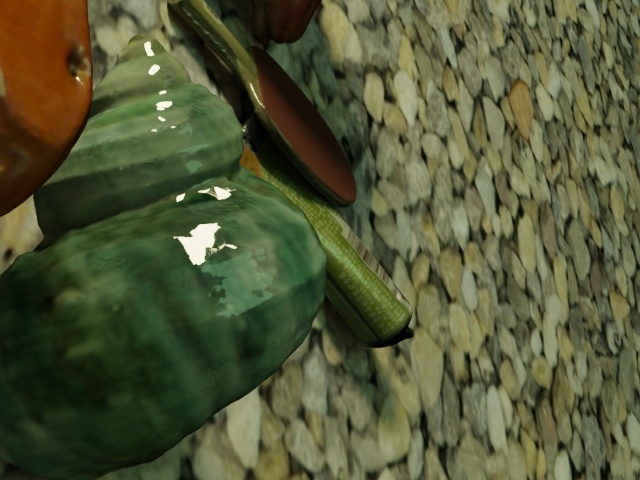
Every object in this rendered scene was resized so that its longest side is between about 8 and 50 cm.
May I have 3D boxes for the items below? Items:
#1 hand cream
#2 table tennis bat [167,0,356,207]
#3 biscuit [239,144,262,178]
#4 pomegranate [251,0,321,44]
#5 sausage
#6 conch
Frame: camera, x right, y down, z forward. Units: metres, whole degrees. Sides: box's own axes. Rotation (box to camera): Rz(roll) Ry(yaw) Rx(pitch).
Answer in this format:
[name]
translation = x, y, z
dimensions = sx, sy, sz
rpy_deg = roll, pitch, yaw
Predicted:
[hand cream]
translation = 0.000, 0.000, 1.336
dimensions = 0.235, 0.055, 0.086
rpy_deg = 52, 28, -19
[table tennis bat]
translation = -0.044, -0.122, 1.335
dimensions = 0.246, 0.022, 0.138
rpy_deg = 47, 19, -33
[biscuit]
translation = -0.100, -0.020, 1.167
dimensions = 0.142, 0.029, 0.220
rpy_deg = 61, 31, -21
[pomegranate]
translation = -0.013, -0.285, 1.354
dimensions = 0.214, 0.214, 0.247
rpy_deg = -18, 122, -64
[sausage]
translation = -0.216, -0.139, 0.897
dimensions = 0.153, 0.141, 0.268
rpy_deg = 22, 53, -57
[conch]
translation = -0.103, 0.010, 0.982
dimensions = 0.195, 0.220, 0.277
rpy_deg = 166, -73, -74
